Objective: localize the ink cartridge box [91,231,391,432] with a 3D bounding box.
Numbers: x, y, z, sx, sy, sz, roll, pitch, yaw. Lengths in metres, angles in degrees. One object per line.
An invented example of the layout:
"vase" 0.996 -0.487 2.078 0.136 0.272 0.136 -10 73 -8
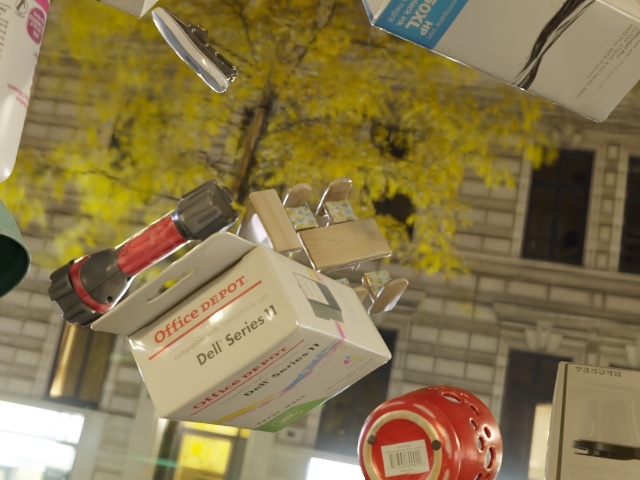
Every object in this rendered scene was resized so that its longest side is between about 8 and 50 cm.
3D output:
"ink cartridge box" -0.081 0.125 1.113 0.207 0.119 0.353 -35 -26 14

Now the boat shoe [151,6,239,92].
"boat shoe" -0.265 -0.425 1.997 0.228 0.076 0.080 46 -18 1

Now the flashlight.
"flashlight" -0.269 0.019 1.405 0.304 0.103 0.103 -30 -27 16

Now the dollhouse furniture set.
"dollhouse furniture set" 0.000 0.000 1.424 0.242 0.212 0.161 -11 -31 -28

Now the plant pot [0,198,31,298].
"plant pot" -0.634 -0.019 1.475 0.293 0.196 0.293 -20 -23 -9

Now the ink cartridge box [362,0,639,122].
"ink cartridge box" 0.243 -0.356 1.260 0.394 0.285 0.166 17 -52 -26

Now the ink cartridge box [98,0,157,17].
"ink cartridge box" -0.387 -0.509 1.682 0.219 0.160 0.093 23 -50 2

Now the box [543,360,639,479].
"box" 0.238 0.169 0.633 0.169 0.087 0.290 5 8 14

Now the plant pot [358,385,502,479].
"plant pot" 0.164 0.321 1.434 0.191 0.191 0.174 0 -8 32

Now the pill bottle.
"pill bottle" -0.389 -0.150 0.962 0.160 0.283 0.160 10 -7 1
